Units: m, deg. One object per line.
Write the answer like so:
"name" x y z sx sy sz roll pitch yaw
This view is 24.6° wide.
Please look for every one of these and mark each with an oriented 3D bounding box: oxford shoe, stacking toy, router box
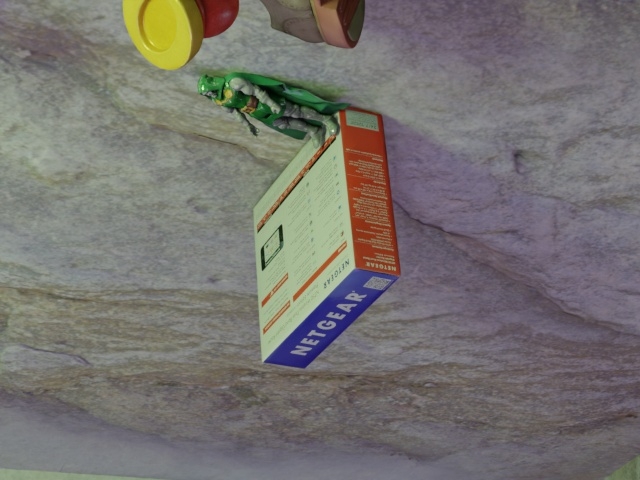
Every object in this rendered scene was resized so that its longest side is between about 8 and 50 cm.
"oxford shoe" -0.057 -0.385 1.863 0.146 0.140 0.397 5 145 20
"stacking toy" -0.179 -0.400 1.785 0.130 0.279 0.309 -33 165 -39
"router box" 0.000 0.000 2.362 0.082 0.301 0.335 11 147 -25

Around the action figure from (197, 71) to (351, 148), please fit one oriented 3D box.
"action figure" -0.086 -0.204 2.241 0.232 0.064 0.137 18 146 -28
